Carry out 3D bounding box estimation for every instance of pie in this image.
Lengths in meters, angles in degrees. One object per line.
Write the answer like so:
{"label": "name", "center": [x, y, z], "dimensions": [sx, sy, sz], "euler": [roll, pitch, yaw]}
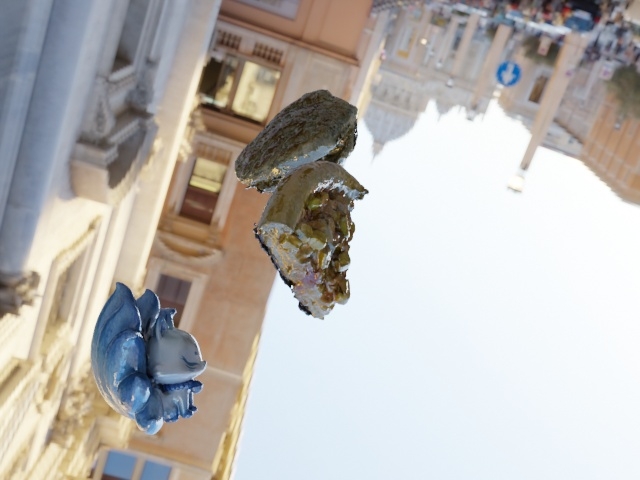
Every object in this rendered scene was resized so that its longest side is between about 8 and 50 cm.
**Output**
{"label": "pie", "center": [-0.032, -0.138, 1.218], "dimensions": [0.079, 0.194, 0.163], "euler": [50, -158, -41]}

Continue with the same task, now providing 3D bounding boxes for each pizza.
{"label": "pizza", "center": [0.000, 0.000, 0.693], "dimensions": [0.041, 0.130, 0.178], "euler": [-3, 178, 23]}

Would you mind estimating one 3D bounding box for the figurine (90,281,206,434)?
{"label": "figurine", "center": [-0.123, 0.078, 0.615], "dimensions": [0.079, 0.114, 0.114], "euler": [-13, -171, 16]}
